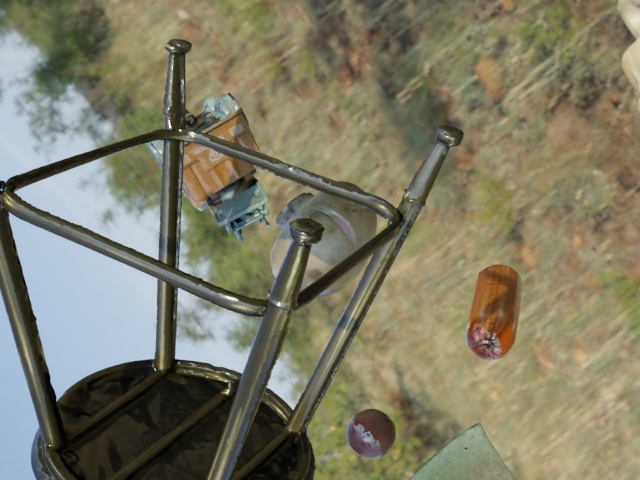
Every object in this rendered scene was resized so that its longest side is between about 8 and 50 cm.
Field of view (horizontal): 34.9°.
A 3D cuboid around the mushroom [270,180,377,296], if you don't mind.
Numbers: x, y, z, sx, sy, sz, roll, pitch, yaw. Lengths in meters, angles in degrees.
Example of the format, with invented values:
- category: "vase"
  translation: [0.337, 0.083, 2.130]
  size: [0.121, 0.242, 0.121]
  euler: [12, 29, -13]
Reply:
- category: "mushroom"
  translation: [0.000, 0.000, 1.930]
  size: [0.184, 0.255, 0.255]
  euler: [46, 176, 12]

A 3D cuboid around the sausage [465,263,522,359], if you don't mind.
- category: "sausage"
  translation: [0.311, 0.136, 1.825]
  size: [0.093, 0.093, 0.312]
  euler: [53, -159, -7]

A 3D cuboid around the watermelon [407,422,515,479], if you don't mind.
- category: "watermelon"
  translation: [0.115, 0.339, 0.705]
  size: [0.258, 0.387, 0.228]
  euler: [9, 142, 18]

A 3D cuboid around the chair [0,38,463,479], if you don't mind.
- category: "chair"
  translation: [-0.123, 0.061, 1.035]
  size: [0.362, 0.410, 0.365]
  euler: [21, -154, 19]

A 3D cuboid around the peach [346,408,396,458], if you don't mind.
- category: "peach"
  translation: [0.082, 0.316, 1.661]
  size: [0.083, 0.083, 0.083]
  euler: [53, 177, 4]

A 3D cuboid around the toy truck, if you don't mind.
- category: "toy truck"
  translation: [-0.158, -0.104, 1.499]
  size: [0.184, 0.133, 0.338]
  euler: [60, 173, -12]

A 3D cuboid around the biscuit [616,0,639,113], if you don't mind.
- category: "biscuit"
  translation: [0.305, -0.091, 0.715]
  size: [0.040, 0.205, 0.308]
  euler: [-45, 48, 54]
